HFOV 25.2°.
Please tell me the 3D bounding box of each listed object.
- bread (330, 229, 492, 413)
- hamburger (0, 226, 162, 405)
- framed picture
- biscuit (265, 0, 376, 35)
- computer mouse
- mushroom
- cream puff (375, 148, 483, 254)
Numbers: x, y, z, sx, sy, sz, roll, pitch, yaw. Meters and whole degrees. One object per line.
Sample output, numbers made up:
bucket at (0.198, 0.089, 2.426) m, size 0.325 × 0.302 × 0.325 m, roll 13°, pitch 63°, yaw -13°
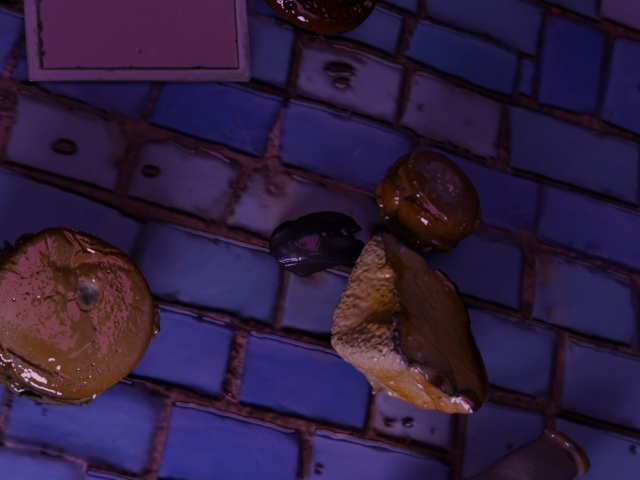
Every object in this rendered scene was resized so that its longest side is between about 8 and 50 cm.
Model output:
bread at (0.097, 0.128, 1.739) m, size 0.174 × 0.133 × 0.252 m, roll 36°, pitch 25°, yaw -34°
hamburger at (-0.291, 0.093, 1.623) m, size 0.215 × 0.122 × 0.189 m, roll 19°, pitch 69°, yaw -16°
framed picture at (-0.237, -0.317, 1.846) m, size 0.296 × 0.019 × 0.232 m, roll -1°, pitch 86°, yaw -20°
biscuit at (-0.007, -0.370, 1.967) m, size 0.192 × 0.049 × 0.192 m, roll 8°, pitch 69°, yaw -23°
computer mouse at (0.000, 0.000, 1.810) m, size 0.135 × 0.047 × 0.079 m, roll -7°, pitch 71°, yaw -25°
mushroom at (0.183, 0.324, 1.713) m, size 0.351 × 0.097 × 0.109 m, roll -17°, pitch 77°, yaw -29°
cream puff at (0.135, -0.046, 1.846) m, size 0.126 × 0.103 × 0.144 m, roll -13°, pitch 68°, yaw -41°
